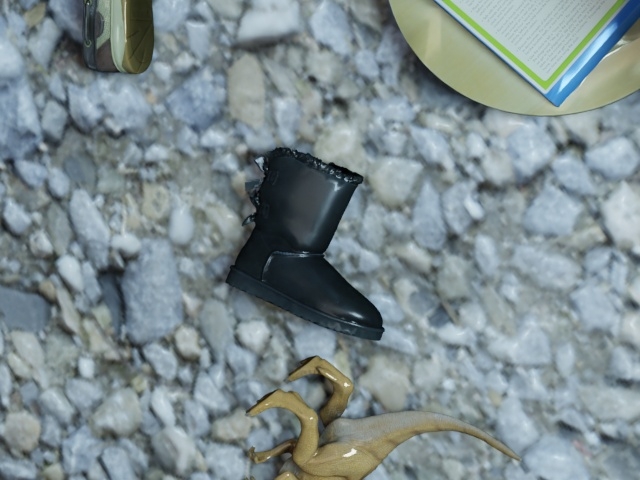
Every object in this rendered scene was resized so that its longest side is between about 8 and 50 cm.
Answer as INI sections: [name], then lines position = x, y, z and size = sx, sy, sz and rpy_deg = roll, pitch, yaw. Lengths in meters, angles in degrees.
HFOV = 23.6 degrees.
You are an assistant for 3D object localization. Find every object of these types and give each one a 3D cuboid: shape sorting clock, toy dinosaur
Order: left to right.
[toy dinosaur]
position = 0.019, 0.128, 0.974
size = 0.211, 0.064, 0.112
rpy_deg = -34, 94, 28
[shape sorting clock]
position = 0.140, -0.177, 0.931
size = 0.206, 0.040, 0.206
rpy_deg = 0, 89, 12

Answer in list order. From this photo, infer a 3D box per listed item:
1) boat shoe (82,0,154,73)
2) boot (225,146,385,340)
[boat shoe]
position = -0.145, -0.189, 1.044
size = 0.049, 0.056, 0.152
rpy_deg = -2, 88, 18
[boot]
position = 0.001, 0.000, 0.986
size = 0.121, 0.045, 0.099
rpy_deg = 23, 94, 22
